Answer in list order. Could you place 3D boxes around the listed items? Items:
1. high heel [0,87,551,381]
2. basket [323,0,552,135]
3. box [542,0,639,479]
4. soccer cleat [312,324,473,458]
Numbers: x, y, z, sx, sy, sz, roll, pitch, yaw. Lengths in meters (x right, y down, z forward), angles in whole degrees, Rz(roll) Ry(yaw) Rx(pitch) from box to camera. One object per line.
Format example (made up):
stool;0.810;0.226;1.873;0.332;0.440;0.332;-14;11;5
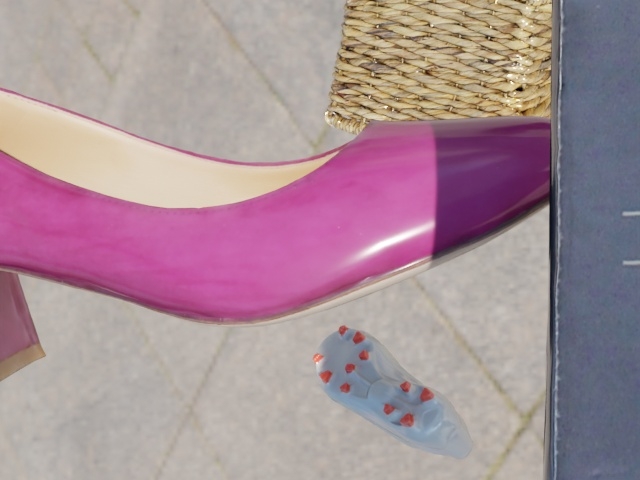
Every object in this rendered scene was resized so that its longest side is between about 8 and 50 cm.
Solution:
high heel;-0.074;-0.047;0.662;0.377;0.127;0.181;-15;97;11
basket;0.184;-0.222;1.813;0.299;0.213;0.223;17;104;35
box;0.235;0.064;0.389;0.343;0.179;0.312;0;70;13
soccer cleat;0.059;0.137;1.253;0.068;0.076;0.196;-48;35;-7
